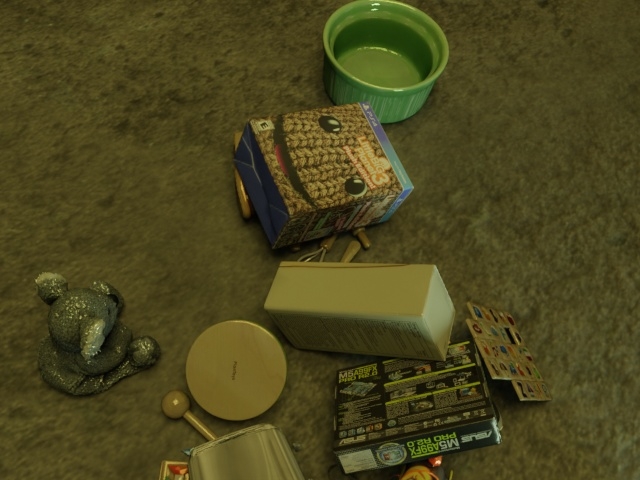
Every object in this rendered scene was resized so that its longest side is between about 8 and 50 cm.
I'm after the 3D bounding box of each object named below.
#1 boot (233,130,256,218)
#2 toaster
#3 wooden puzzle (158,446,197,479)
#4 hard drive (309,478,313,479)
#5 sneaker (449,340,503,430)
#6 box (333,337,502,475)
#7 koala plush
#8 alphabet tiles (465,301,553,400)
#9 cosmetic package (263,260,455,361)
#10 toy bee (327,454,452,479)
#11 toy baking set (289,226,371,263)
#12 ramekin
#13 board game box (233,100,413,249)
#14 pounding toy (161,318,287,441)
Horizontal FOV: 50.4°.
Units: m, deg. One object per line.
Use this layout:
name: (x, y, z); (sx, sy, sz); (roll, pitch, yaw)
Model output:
boot: (-0.087, -0.159, 1.510); (0.207, 0.090, 0.248); (-2, 56, -6)
toaster: (-0.131, 0.411, 1.138); (0.227, 0.129, 0.146); (-19, 46, -7)
wooden puzzle: (-0.247, 0.423, 1.193); (0.079, 0.014, 0.116); (-1, 60, -8)
hard drive: (-0.006, 0.583, 1.114); (0.203, 0.040, 0.307); (28, 60, 9)
sneaker: (0.270, 0.278, 1.304); (0.084, 0.083, 0.215); (-31, 69, -24)
box: (0.159, 0.284, 1.185); (0.270, 0.060, 0.216); (-16, 26, 10)
koala plush: (-0.419, 0.160, 1.205); (0.203, 0.221, 0.196); (-35, 70, -23)
alphabet tiles: (0.357, 0.214, 1.303); (0.237, 0.009, 0.198); (16, 46, -50)
cosmetic package: (0.072, 0.127, 1.249); (0.310, 0.160, 0.113); (0, 53, 26)
toy bee: (0.183, 0.435, 1.136); (0.298, 0.162, 0.195); (28, 20, -14)
toy baking set: (0.005, -0.004, 1.470); (0.197, 0.030, 0.256); (-27, 66, -18)
ramekin: (0.148, -0.433, 1.667); (0.304, 0.148, 0.303); (3, 60, -6)
board game box: (0.002, -0.141, 1.418); (0.291, 0.141, 0.232); (-15, 69, -27)
pounding toy: (-0.165, 0.255, 1.268); (0.183, 0.110, 0.236); (34, 90, 0)
